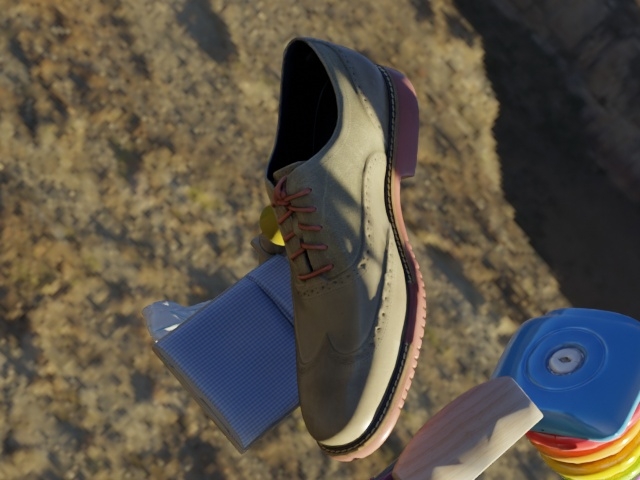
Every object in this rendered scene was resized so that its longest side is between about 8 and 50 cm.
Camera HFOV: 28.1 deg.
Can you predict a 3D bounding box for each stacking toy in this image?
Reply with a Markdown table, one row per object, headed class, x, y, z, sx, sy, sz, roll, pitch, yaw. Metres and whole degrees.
| class | x | y | z | sx | sy | sz | roll | pitch | yaw |
| --- | --- | --- | --- | --- | --- | --- | --- | --- | --- |
| stacking toy | 0.319 | 0.235 | 1.464 | 0.166 | 0.175 | 0.302 | -56 | 134 | -34 |

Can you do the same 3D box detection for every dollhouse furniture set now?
| class | x | y | z | sx | sy | sz | roll | pitch | yaw |
| --- | --- | --- | --- | --- | --- | --- | --- | --- | --- |
| dollhouse furniture set | -0.024 | 0.127 | 1.093 | 0.286 | 0.198 | 0.303 | -35 | 79 | -28 |

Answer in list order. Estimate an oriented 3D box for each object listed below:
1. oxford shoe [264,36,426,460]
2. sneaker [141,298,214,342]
| class | x | y | z | sx | sy | sz | roll | pitch | yaw |
| --- | --- | --- | --- | --- | --- | --- | --- | --- | --- |
| oxford shoe | 0.000 | 0.000 | 1.029 | 0.130 | 0.123 | 0.348 | 24 | 56 | -43 |
| sneaker | -0.174 | 0.118 | 1.789 | 0.152 | 0.054 | 0.061 | -3 | 60 | -29 |
